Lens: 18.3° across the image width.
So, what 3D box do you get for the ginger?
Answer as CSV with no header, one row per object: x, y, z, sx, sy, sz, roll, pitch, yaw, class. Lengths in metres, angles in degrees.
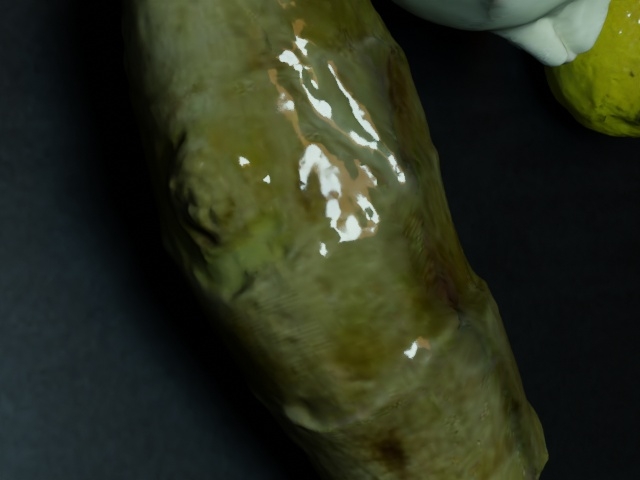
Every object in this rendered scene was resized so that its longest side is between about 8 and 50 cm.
0.000,0.000,0.733,0.109,0.116,0.263,-24,102,-8,ginger

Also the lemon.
0.140,-0.099,0.884,0.082,0.082,0.111,19,69,-35,lemon

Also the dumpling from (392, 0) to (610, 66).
0.048,-0.179,0.758,0.147,0.258,0.193,-34,61,-7,dumpling
